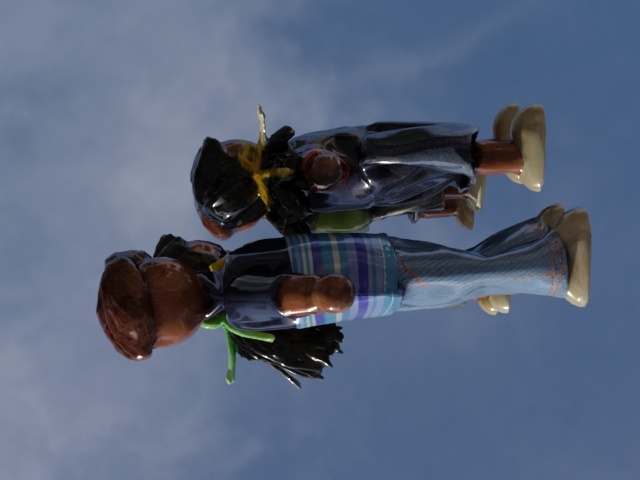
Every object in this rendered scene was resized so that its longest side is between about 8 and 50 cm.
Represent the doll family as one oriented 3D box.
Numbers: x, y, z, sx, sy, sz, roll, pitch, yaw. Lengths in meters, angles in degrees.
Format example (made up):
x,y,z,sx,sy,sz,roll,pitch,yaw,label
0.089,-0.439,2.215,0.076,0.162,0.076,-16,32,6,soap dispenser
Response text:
x,y,z,sx,sy,sz,roll,pitch,yaw,label
0.000,0.000,0.372,0.111,0.193,0.076,-1,-99,-4,doll family
